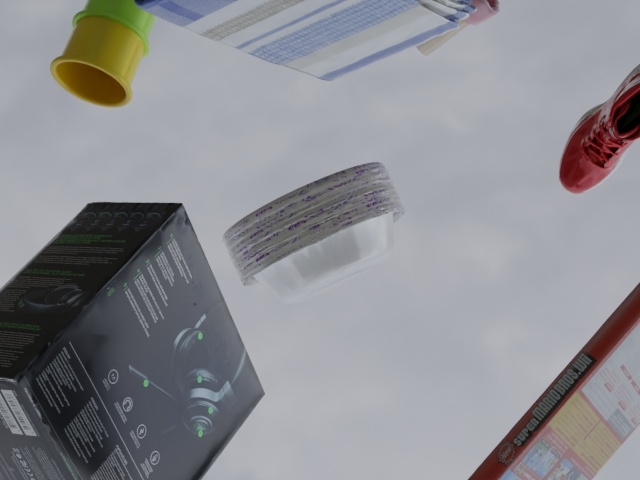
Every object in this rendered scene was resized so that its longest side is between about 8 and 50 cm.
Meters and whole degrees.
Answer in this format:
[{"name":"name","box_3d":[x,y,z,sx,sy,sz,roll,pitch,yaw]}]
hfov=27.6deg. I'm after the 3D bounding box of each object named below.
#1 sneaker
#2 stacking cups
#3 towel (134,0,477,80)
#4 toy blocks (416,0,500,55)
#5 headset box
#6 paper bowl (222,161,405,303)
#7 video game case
[{"name":"sneaker","box_3d":[0.375,-0.140,1.720,0.087,0.221,0.128,37,-150,10]},{"name":"stacking cups","box_3d":[-0.198,-0.304,1.466,0.096,0.096,0.316,10,-115,25]},{"name":"towel","box_3d":[-0.009,-0.231,1.273,0.209,0.034,0.285,-19,159,38]},{"name":"toy blocks","box_3d":[0.151,-0.479,1.779,0.260,0.288,0.309,-36,-147,26]},{"name":"headset box","box_3d":[-0.199,0.128,1.241,0.131,0.246,0.283,1,-143,34]},{"name":"paper bowl","box_3d":[0.000,0.000,2.046,0.284,0.148,0.284,-24,175,-2]},{"name":"video game case","box_3d":[0.224,0.172,1.153,0.285,0.204,0.025,-49,-122,-2]}]
